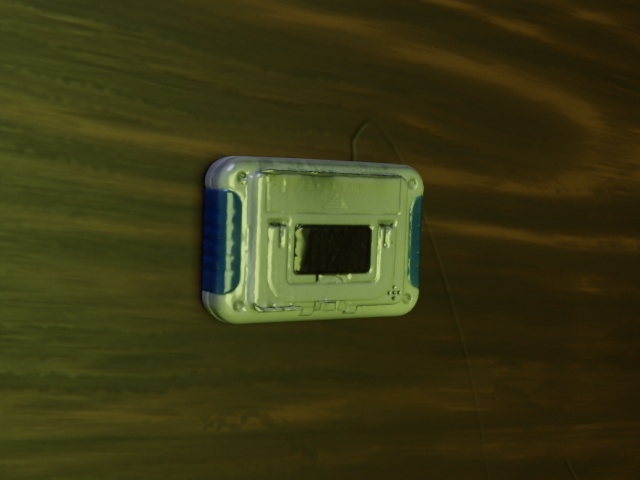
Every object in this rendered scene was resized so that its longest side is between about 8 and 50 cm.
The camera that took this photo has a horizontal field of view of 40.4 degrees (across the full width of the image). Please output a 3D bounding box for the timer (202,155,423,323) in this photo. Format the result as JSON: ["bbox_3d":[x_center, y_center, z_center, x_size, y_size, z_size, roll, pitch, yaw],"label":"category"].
[{"bbox_3d":[0.000,0.000,0.949,0.254,0.078,0.178,-1,94,-29],"label":"timer"}]
